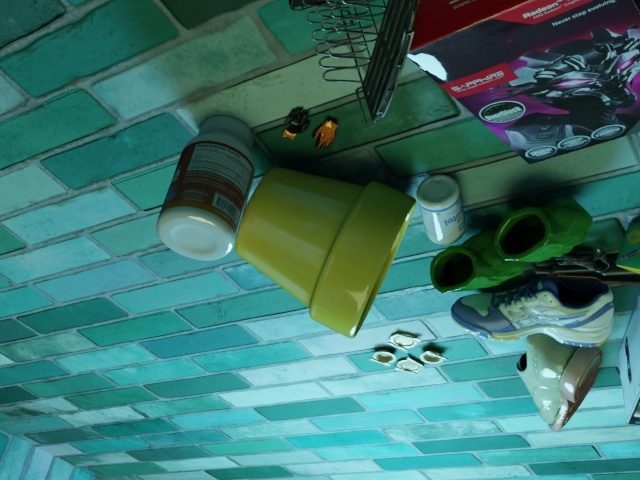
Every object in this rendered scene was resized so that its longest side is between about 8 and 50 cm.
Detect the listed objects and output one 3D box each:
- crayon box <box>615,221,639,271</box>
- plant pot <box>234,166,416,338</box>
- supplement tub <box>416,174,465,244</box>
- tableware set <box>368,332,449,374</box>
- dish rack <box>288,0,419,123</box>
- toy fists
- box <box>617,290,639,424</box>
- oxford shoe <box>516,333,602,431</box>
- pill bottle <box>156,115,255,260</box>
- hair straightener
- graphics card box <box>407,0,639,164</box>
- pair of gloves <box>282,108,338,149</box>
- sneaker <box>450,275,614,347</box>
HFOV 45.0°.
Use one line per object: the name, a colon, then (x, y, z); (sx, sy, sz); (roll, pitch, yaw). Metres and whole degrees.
crayon box: (0.597, 0.039, 1.160); (0.165, 0.081, 0.278); (19, -179, -10)
plant pot: (0.000, 0.000, 1.272); (0.239, 0.254, 0.254); (24, 145, 8)
supplement tub: (0.200, -0.051, 1.277); (0.071, 0.071, 0.107); (-3, 143, 18)
tableware set: (0.197, 0.262, 1.754); (0.141, 0.020, 0.169); (24, 142, -17)
dish rack: (0.033, -0.275, 0.859); (0.074, 0.272, 0.208); (-6, 148, -14)
toy fists: (0.314, 0.010, 1.282); (0.142, 0.096, 0.279); (0, 156, -41)
box: (0.631, 0.210, 1.440); (0.087, 0.169, 0.290); (1, 142, 9)
oxford shoe: (0.499, 0.289, 1.651); (0.146, 0.140, 0.397); (32, 158, 26)
pill bottle: (-0.169, -0.087, 1.202); (0.121, 0.216, 0.121); (7, 144, 5)
hair straightener: (0.474, 0.033, 1.351); (0.230, 0.047, 0.089); (6, 144, 15)
graphics card box: (0.279, -0.218, 0.913); (0.232, 0.094, 0.371); (-16, 157, 32)
pair of gloves: (-0.016, -0.175, 1.216); (0.083, 0.010, 0.074); (20, 145, -8)
sneaker: (0.394, 0.113, 1.445); (0.296, 0.112, 0.131); (1, 126, 11)
